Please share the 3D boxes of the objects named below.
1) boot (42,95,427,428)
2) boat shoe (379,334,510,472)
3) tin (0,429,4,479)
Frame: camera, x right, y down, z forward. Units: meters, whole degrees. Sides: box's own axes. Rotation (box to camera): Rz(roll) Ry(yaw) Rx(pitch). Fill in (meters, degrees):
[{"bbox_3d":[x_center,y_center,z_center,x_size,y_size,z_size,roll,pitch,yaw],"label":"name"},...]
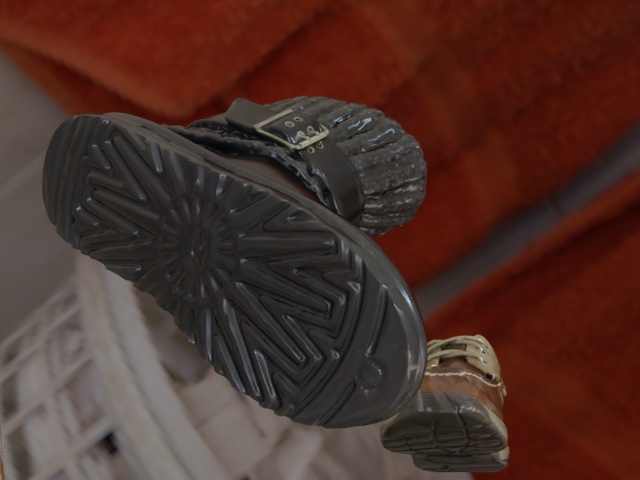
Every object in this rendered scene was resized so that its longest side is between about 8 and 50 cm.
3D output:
[{"bbox_3d":[0.001,-0.004,1.253,0.348,0.131,0.260,37,26,32],"label":"boot"},{"bbox_3d":[0.124,0.152,1.729,0.324,0.122,0.120,67,25,-75],"label":"boat shoe"},{"bbox_3d":[-0.264,0.190,1.387,0.189,0.040,0.106,104,-25,-60],"label":"tin"}]
